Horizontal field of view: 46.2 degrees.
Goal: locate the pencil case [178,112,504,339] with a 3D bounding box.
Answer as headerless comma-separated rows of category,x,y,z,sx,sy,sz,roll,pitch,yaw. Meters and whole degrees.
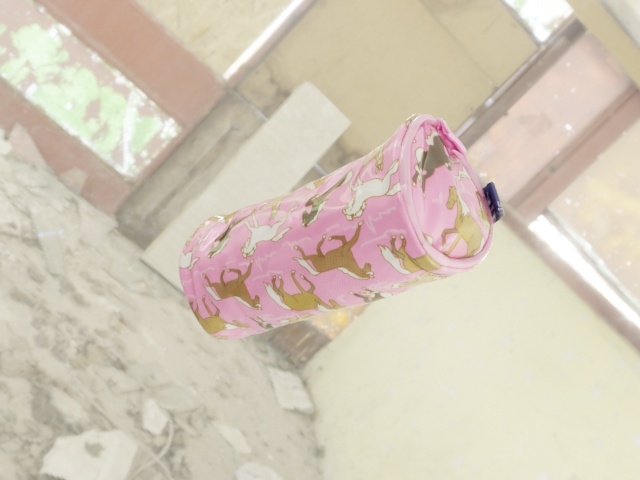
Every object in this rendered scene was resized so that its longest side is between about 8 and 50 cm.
pencil case,0.000,0.000,0.828,0.167,0.386,0.160,-22,90,-48
